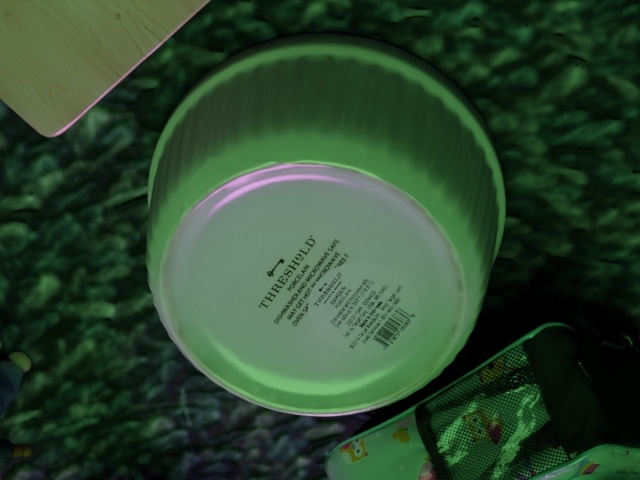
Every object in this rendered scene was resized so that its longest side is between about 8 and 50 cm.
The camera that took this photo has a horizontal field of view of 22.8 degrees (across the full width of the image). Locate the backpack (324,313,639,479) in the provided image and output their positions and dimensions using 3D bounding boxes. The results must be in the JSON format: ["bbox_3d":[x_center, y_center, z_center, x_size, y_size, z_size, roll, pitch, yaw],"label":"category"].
[{"bbox_3d":[0.103,0.139,0.918,0.188,0.166,0.144,-23,73,27],"label":"backpack"}]

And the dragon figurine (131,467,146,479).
[{"bbox_3d":[-0.135,0.229,0.979,0.144,0.289,0.085,-33,122,-19],"label":"dragon figurine"}]

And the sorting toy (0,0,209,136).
[{"bbox_3d":[-0.132,-0.226,0.765,0.255,0.089,0.257,-38,111,24],"label":"sorting toy"}]

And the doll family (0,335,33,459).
[{"bbox_3d":[-0.250,0.068,0.943,0.193,0.111,0.076,25,120,-10],"label":"doll family"}]

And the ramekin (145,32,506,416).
[{"bbox_3d":[0.000,0.000,0.879,0.207,0.109,0.207,2,121,4],"label":"ramekin"}]
